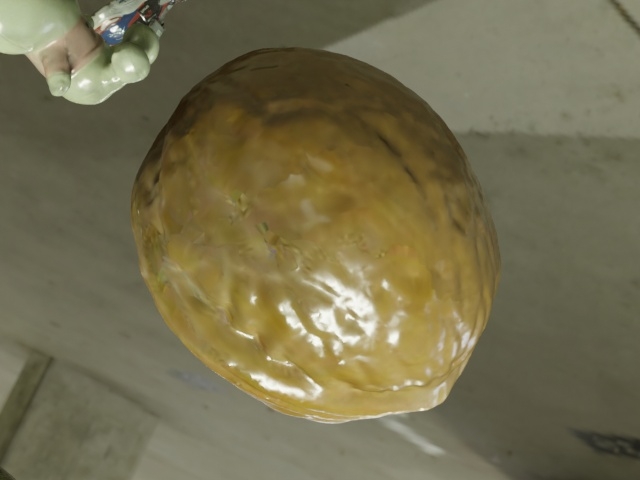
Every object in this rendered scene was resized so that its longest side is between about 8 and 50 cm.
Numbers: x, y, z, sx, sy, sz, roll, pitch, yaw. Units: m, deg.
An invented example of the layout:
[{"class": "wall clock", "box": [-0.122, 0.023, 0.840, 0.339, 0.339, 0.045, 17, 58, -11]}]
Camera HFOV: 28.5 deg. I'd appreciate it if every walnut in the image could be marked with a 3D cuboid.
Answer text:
[{"class": "walnut", "box": [0.000, 0.000, 1.044, 0.333, 0.332, 0.333, 21, 162, 7]}]

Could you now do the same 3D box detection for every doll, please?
[{"class": "doll", "box": [-0.313, -0.239, 1.387, 0.275, 0.155, 0.113, 31, 122, -25]}]

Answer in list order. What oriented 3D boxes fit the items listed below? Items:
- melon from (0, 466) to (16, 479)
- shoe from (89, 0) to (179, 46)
[{"class": "melon", "box": [-0.492, 0.381, 1.860, 0.099, 0.099, 0.162, 5, 139, 44]}, {"class": "shoe", "box": [-0.328, -0.422, 2.411, 0.125, 0.228, 0.099, 65, 161, -8]}]
